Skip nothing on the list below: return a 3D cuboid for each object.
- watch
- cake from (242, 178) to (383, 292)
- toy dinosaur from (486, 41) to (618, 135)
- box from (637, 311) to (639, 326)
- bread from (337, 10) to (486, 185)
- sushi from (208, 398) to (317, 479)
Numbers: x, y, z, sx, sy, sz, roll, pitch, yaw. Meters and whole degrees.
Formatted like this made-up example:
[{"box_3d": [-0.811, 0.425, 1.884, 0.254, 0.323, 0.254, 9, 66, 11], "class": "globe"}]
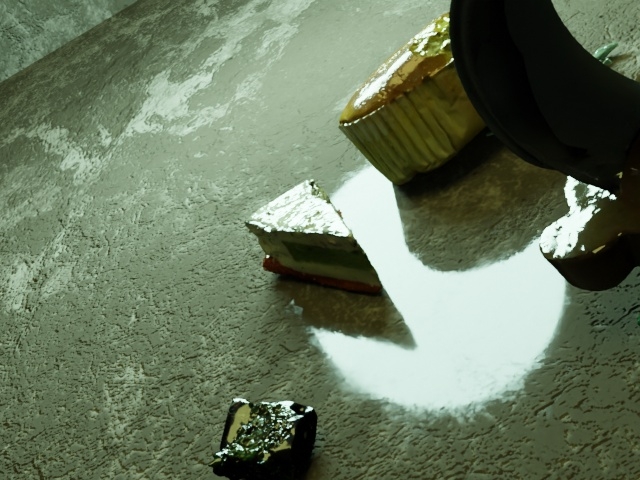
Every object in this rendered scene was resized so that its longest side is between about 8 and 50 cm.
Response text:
[{"box_3d": [0.294, -0.167, 0.890, 0.335, 0.326, 0.314, -2, 39, 45], "class": "watch"}, {"box_3d": [-0.018, 0.009, 1.268, 0.117, 0.086, 0.220, -30, 27, 1], "class": "cake"}, {"box_3d": [0.283, -0.190, 1.357, 0.187, 0.044, 0.106, -37, 11, 16], "class": "toy dinosaur"}, {"box_3d": [0.371, -0.006, 0.949, 0.161, 0.042, 0.226, -11, 33, 33], "class": "box"}, {"box_3d": [0.143, -0.186, 1.355, 0.250, 0.133, 0.179, -38, 12, 0], "class": "bread"}, {"box_3d": [-0.051, 0.194, 1.032, 0.083, 0.056, 0.084, -7, 34, 26], "class": "sushi"}]
